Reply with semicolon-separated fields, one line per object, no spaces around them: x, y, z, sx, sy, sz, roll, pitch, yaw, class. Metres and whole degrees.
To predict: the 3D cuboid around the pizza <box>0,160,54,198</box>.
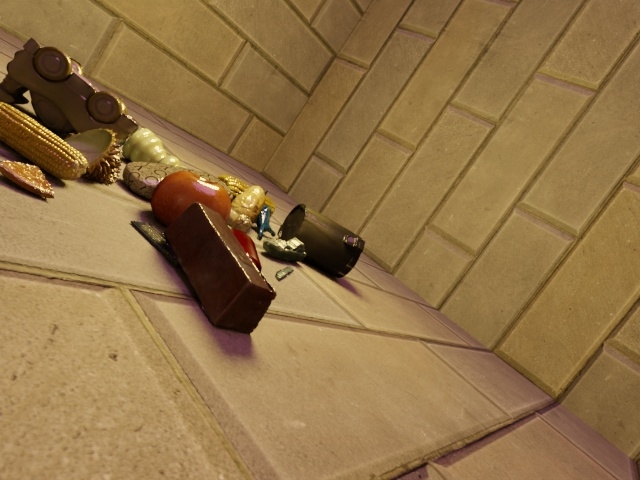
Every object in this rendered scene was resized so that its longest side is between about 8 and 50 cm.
-0.550;-0.108;0.851;0.099;0.029;0.100;42;10;1;pizza

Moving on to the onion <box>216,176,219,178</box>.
-0.417;-0.228;1.945;0.151;0.098;0.206;36;8;6;onion

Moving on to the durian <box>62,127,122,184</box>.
-0.595;-0.216;1.176;0.139;0.144;0.252;-17;46;-30;durian

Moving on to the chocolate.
-0.214;0.041;0.925;0.112;0.112;0.321;30;12;-48;chocolate

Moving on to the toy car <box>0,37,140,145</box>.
-0.722;-0.385;1.297;0.336;0.226;0.242;43;-3;-24;toy car

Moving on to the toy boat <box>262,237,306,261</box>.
-0.128;0.025;1.603;0.078;0.085;0.261;38;8;26;toy boat

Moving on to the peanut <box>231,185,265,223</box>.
-0.271;-0.138;1.709;0.236;0.110;0.120;-68;141;-55;peanut

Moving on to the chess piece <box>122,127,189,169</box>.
-0.543;-0.257;1.537;0.243;0.133;0.133;41;7;2;chess piece

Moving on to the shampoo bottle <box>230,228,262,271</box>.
-0.211;0.042;1.204;0.102;0.064;0.260;35;7;-21;shampoo bottle

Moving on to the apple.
-0.335;-0.098;1.179;0.201;0.162;0.201;35;8;-6;apple

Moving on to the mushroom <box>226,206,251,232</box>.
-0.336;-0.100;1.534;0.223;0.081;0.092;37;-11;4;mushroom

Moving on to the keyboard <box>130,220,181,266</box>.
-0.353;0.007;0.999;0.176;0.014;0.055;37;11;25;keyboard

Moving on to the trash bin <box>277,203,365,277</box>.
0.000;0.000;1.859;0.302;0.202;0.252;30;-32;-21;trash bin

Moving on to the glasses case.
-0.424;-0.168;1.374;0.355;0.085;0.137;2;38;-52;glasses case

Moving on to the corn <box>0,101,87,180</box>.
-0.626;-0.215;0.983;0.249;0.081;0.081;34;7;3;corn

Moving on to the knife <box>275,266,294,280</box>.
-0.115;0.102;1.432;0.028;0.015;0.210;40;8;4;knife

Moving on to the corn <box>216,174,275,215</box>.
-0.313;-0.170;1.886;0.131;0.131;0.344;38;8;31;corn

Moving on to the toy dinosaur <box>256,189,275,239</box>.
-0.230;-0.104;1.777;0.075;0.247;0.188;-4;-14;3;toy dinosaur
